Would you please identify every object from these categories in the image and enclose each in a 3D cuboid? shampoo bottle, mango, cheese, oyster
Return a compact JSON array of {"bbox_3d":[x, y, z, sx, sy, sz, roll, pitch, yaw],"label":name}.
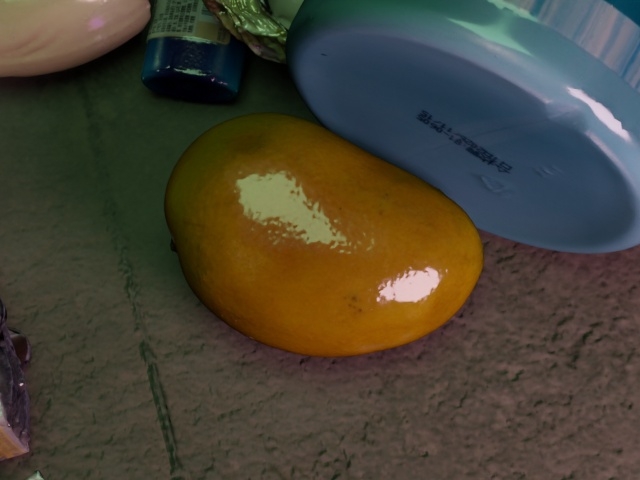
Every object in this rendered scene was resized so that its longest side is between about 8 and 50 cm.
[{"bbox_3d":[0.185,-0.211,1.534,0.331,0.331,0.342,24,71,13],"label":"shampoo bottle"},{"bbox_3d":[-0.099,-0.210,1.699,0.087,0.050,0.183,8,67,3],"label":"shampoo bottle"},{"bbox_3d":[-0.006,0.005,1.550,0.254,0.139,0.175,28,91,8],"label":"mango"},{"bbox_3d":[-0.254,-0.270,1.694,0.233,0.127,0.266,0,65,3],"label":"cheese"},{"bbox_3d":[-0.039,-0.205,1.659,0.081,0.163,0.191,-30,60,32],"label":"oyster"}]

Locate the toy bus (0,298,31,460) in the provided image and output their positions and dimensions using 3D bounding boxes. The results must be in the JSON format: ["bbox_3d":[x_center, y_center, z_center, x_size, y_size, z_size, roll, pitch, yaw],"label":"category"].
[{"bbox_3d":[-0.328,0.020,1.583,0.138,0.097,0.342,-17,66,-2],"label":"toy bus"}]

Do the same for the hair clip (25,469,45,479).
[{"bbox_3d":[-0.151,0.266,1.491,0.220,0.054,0.140,37,68,15],"label":"hair clip"}]
